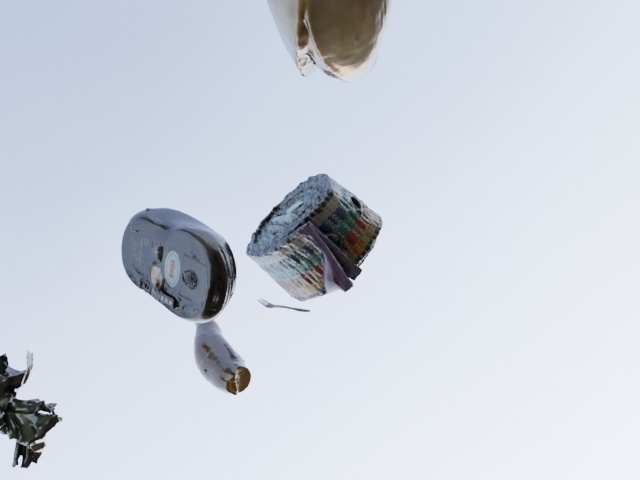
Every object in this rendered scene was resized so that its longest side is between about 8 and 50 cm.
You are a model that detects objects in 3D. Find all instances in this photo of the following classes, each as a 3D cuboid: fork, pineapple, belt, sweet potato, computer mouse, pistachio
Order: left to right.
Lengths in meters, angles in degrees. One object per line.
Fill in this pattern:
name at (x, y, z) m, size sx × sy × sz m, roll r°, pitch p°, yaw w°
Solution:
pineapple at (-0.527, 0.224, 1.438) m, size 0.170 × 0.310 × 0.141 m, roll -56°, pitch -20°, yaw -10°
computer mouse at (-0.199, 0.031, 1.372) m, size 0.096 × 0.233 × 0.137 m, roll -2°, pitch -67°, yaw -47°
sweet potato at (-0.181, 0.200, 1.601) m, size 0.077 × 0.244 × 0.077 m, roll -9°, pitch -67°, yaw -22°
fork at (-0.066, 0.120, 1.683) m, size 0.016 × 0.115 × 0.012 m, roll -44°, pitch -47°, yaw -45°
belt at (0.000, 0.000, 1.644) m, size 0.160 × 0.295 × 0.207 m, roll 43°, pitch -112°, yaw -15°
pistachio at (0.009, -0.251, 0.964) m, size 0.144 × 0.144 × 0.215 m, roll -42°, pitch -32°, yaw -18°
